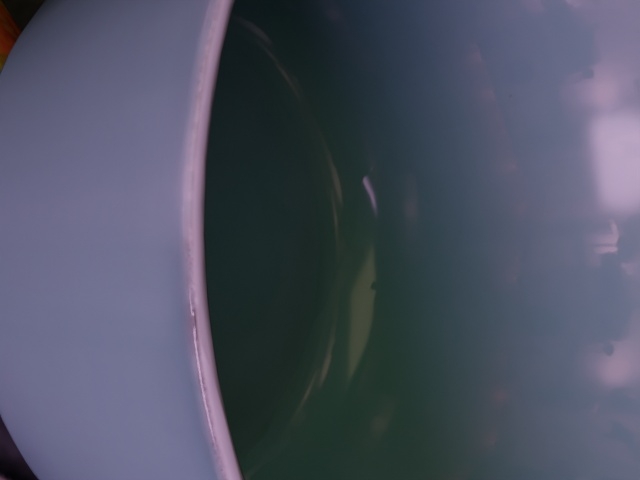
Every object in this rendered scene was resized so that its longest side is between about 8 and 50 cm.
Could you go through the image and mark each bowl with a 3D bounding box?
[{"bbox_3d":[0.000,0.000,0.660,0.163,0.311,0.311,-1,57,39],"label":"bowl"}]

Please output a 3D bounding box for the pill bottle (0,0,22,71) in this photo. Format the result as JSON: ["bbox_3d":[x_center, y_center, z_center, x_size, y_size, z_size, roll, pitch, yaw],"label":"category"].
[{"bbox_3d":[-0.204,-0.091,0.736,0.136,0.136,0.246,-29,72,-18],"label":"pill bottle"}]
